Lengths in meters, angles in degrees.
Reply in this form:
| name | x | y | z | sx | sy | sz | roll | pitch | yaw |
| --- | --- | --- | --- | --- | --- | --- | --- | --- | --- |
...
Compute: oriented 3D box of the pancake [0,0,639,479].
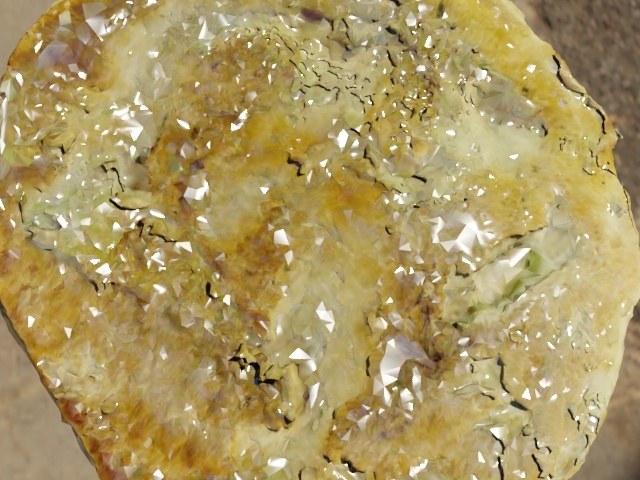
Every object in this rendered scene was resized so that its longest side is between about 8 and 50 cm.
| name | x | y | z | sx | sy | sz | roll | pitch | yaw |
| --- | --- | --- | --- | --- | --- | --- | --- | --- | --- |
| pancake | 0.000 | 0.000 | 0.873 | 0.356 | 0.356 | 0.065 | -7 | 170 | -5 |
